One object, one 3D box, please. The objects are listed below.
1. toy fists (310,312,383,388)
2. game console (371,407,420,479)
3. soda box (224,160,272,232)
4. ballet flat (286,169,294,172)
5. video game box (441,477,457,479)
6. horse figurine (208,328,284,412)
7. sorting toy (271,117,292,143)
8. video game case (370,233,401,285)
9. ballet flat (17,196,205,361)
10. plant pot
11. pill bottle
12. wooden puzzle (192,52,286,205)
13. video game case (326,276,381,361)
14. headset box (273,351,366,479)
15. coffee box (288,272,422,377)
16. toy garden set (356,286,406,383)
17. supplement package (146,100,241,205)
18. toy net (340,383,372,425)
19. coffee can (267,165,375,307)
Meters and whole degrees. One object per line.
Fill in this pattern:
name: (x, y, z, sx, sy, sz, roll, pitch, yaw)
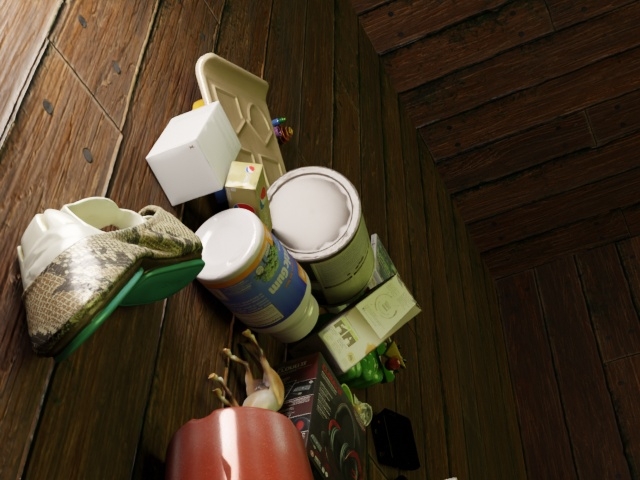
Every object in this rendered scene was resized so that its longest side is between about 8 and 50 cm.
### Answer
toy fists: (0.056, 0.259, 2.109, 0.279, 0.096, 0.142, 31, 35, -61)
game console: (0.206, 0.592, 2.282, 0.213, 0.044, 0.361, 36, 40, -60)
soda box: (-0.129, -0.061, 1.718, 0.181, 0.058, 0.061, 83, 16, -53)
ballet flat: (-0.038, -0.129, 2.130, 0.074, 0.074, 0.203, 65, -8, -18)
video game box: (0.237, 0.625, 2.077, 0.187, 0.205, 0.048, 64, 21, -19)
horse figurine: (-0.120, 0.269, 1.631, 0.174, 0.066, 0.263, 58, 24, -19)
sorting toy: (-0.096, -0.266, 2.273, 0.061, 0.042, 0.102, 71, 18, 2)
video game case: (0.193, 0.102, 2.770, 0.190, 0.022, 0.173, 59, 21, -31)
ballet flat: (-0.300, 0.028, 1.267, 0.182, 0.164, 0.483, 48, 13, 0)
plant pot: (-0.105, 0.390, 1.280, 0.272, 0.272, 0.265, 55, 16, -40)
pill bottle: (-0.110, 0.075, 1.715, 0.272, 0.152, 0.152, 50, 27, -46)
wooden puzzle: (-0.163, -0.184, 1.956, 0.322, 0.080, 0.348, 8, 69, -70)
video game case: (0.070, 0.115, 2.379, 0.329, 0.036, 0.300, 55, 23, -39)
headset box: (-0.011, 0.371, 1.767, 0.218, 0.110, 0.293, 60, 21, -27)
coffee box: (0.073, 0.185, 1.945, 0.246, 0.141, 0.098, -34, 89, -34)
toy garden set: (0.146, 0.212, 2.234, 0.204, 0.049, 0.244, 112, -37, -78)
supplement package: (-0.224, -0.159, 1.695, 0.179, 0.105, 0.105, -76, 145, -60)
toy net: (0.077, 0.391, 2.106, 0.232, 0.045, 0.122, 29, 45, -64)
coffee can: (0.000, 0.000, 1.926, 0.275, 0.201, 0.201, 68, 10, -65)
